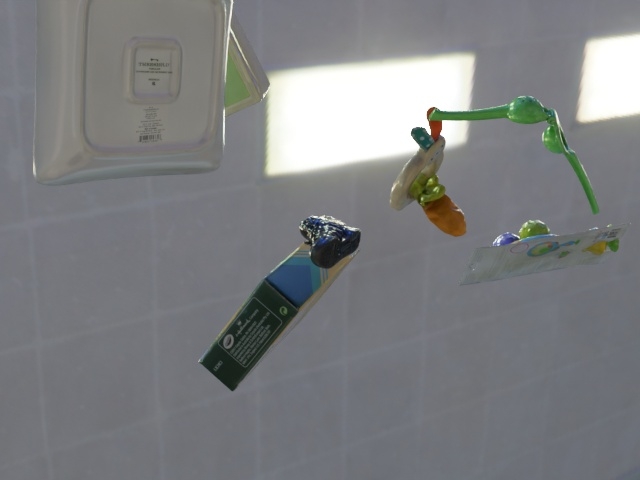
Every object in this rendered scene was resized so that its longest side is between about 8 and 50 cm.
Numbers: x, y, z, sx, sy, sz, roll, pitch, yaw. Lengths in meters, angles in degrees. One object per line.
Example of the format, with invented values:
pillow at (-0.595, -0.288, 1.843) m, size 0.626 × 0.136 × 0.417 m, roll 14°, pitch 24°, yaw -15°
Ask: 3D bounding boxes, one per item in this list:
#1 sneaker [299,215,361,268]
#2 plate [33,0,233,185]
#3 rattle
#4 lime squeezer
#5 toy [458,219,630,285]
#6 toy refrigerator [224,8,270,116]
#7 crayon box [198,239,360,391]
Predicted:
sneaker at (0.000, -0.002, 1.590) m, size 0.170 × 0.089 × 0.051 m, roll -23°, pitch -53°, yaw -60°
plate at (-0.212, -0.207, 1.265) m, size 0.277 × 0.045 × 0.278 m, roll -9°, pitch -70°, yaw -43°
rattle at (0.204, -0.110, 1.769) m, size 0.130 × 0.143 × 0.200 m, roll -16°, pitch -33°, yaw -36°
lime squeezer at (0.326, -0.150, 1.583) m, size 0.310 × 0.059 × 0.110 m, roll 29°, pitch -75°, yaw -10°
toy at (0.328, 0.005, 1.569) m, size 0.237 × 0.056 × 0.137 m, roll -6°, pitch -26°, yaw -6°
toy refrigerator at (-0.179, -0.304, 1.457) m, size 0.102 × 0.094 × 0.269 m, roll -21°, pitch -71°, yaw 15°
crayon box at (-0.064, 0.106, 1.804) m, size 0.203 × 0.083 × 0.323 m, roll -51°, pitch -5°, yaw 26°
